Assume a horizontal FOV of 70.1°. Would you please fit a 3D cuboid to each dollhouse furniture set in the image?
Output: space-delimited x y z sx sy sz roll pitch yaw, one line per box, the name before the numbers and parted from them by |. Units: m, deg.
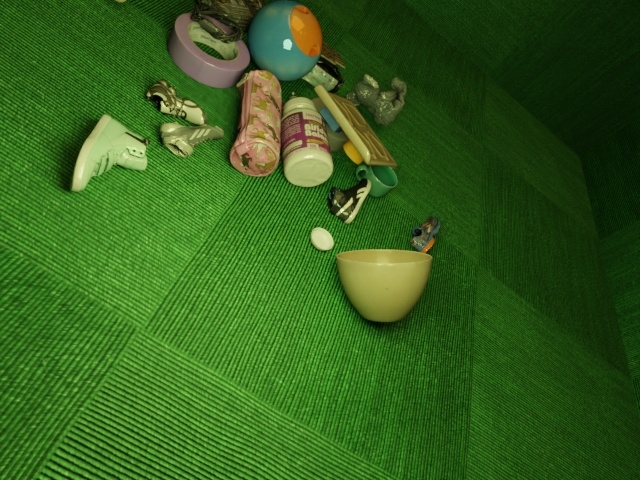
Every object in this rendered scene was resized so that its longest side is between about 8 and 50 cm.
dollhouse furniture set | -0.134 -0.506 1.708 0.114 0.081 0.091 -26 77 -46

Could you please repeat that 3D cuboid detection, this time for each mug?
mug | 0.207 -0.240 1.767 0.158 0.097 0.129 42 44 -4

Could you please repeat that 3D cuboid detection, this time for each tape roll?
tape roll | -0.395 -0.675 1.625 0.275 0.090 0.274 20 50 -26
tape roll | 0.030 -0.459 1.809 0.219 0.072 0.219 21 48 -25

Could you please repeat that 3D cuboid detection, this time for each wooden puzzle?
wooden puzzle | 0.121 -0.384 1.638 0.322 0.081 0.348 57 22 10

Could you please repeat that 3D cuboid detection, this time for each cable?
cable | -0.365 -0.772 1.628 0.185 0.047 0.150 20 44 -22

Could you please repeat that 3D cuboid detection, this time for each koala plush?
koala plush | 0.243 -0.637 2.028 0.221 0.196 0.203 25 57 -27

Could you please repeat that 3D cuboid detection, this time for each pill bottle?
pill bottle | -0.057 -0.350 1.589 0.170 0.169 0.301 12 54 -32

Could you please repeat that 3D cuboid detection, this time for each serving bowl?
serving bowl | 0.000 0.000 1.479 0.084 0.027 0.083 20 50 -26

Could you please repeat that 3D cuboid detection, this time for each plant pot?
plant pot | 0.192 0.138 1.386 0.284 0.284 0.190 -7 99 -41

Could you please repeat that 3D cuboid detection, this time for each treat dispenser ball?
treat dispenser ball | -0.135 -0.761 1.745 0.288 0.288 0.288 21 49 -25

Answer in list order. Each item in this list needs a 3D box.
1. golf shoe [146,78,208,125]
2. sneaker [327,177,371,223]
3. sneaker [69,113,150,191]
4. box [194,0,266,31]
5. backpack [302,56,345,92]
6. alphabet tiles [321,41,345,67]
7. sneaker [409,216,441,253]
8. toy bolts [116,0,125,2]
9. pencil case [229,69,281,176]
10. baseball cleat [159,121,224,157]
golf shoe | -0.444 -0.404 1.407 0.198 0.077 0.093 35 55 -2
sneaker | 0.098 -0.173 1.631 0.121 0.079 0.216 35 54 -12
sneaker | -0.529 -0.204 1.170 0.151 0.094 0.255 27 48 -24
box | -0.363 -0.977 1.880 0.308 0.076 0.242 -18 72 -44
backpack | -0.002 -0.709 1.933 0.182 0.115 0.151 23 28 -32
alphabet tiles | -0.018 -0.881 2.051 0.285 0.011 0.342 25 29 -21
sneaker | 0.409 -0.035 1.790 0.087 0.083 0.221 35 40 -1
toy bolts | -0.722 -0.893 1.466 0.229 0.218 0.158 -1 66 -18
pencil case | -0.208 -0.392 1.511 0.167 0.160 0.385 12 53 -21
baseball cleat | -0.384 -0.301 1.386 0.206 0.072 0.109 -5 79 -38
